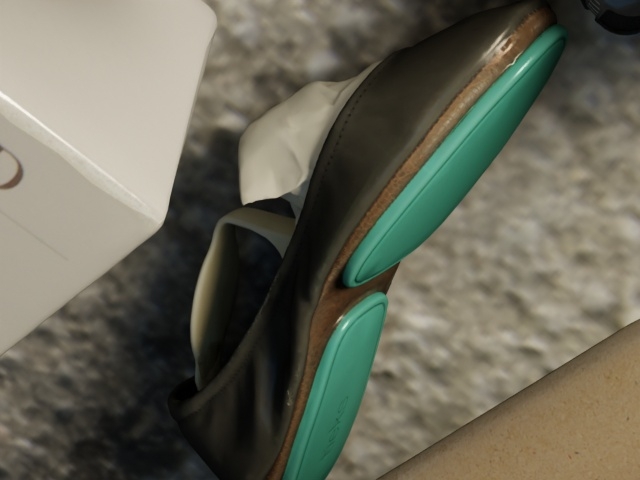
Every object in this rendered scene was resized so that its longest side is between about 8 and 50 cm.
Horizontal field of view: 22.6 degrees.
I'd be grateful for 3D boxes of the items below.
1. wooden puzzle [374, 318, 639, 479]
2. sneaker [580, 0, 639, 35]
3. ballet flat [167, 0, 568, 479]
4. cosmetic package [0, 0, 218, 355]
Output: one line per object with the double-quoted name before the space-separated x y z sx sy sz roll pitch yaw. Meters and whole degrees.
"wooden puzzle" 0.144 0.179 0.674 0.348 0.080 0.322 35 127 -25
"sneaker" 0.150 -0.150 0.562 0.067 0.078 0.188 40 121 -1
"ballet flat" 0.000 0.000 0.681 0.096 0.095 0.280 36 121 15
"cosmetic package" -0.285 0.000 0.709 0.230 0.161 0.453 39 122 -23
